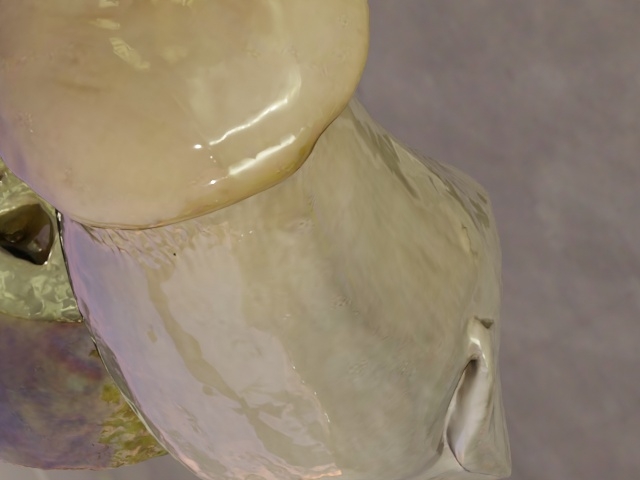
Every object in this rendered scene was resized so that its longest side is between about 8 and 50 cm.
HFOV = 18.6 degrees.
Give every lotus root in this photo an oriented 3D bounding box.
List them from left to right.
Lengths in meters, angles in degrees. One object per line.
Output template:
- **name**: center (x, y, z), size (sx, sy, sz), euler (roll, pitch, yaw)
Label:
- **lotus root**: center (-0.147, 0.016, 0.952), size (0.235, 0.138, 0.119), euler (31, 149, 21)

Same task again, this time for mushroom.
- **mushroom**: center (-0.006, 0.008, 0.479), size (0.096, 0.108, 0.247), euler (48, 179, 29)
